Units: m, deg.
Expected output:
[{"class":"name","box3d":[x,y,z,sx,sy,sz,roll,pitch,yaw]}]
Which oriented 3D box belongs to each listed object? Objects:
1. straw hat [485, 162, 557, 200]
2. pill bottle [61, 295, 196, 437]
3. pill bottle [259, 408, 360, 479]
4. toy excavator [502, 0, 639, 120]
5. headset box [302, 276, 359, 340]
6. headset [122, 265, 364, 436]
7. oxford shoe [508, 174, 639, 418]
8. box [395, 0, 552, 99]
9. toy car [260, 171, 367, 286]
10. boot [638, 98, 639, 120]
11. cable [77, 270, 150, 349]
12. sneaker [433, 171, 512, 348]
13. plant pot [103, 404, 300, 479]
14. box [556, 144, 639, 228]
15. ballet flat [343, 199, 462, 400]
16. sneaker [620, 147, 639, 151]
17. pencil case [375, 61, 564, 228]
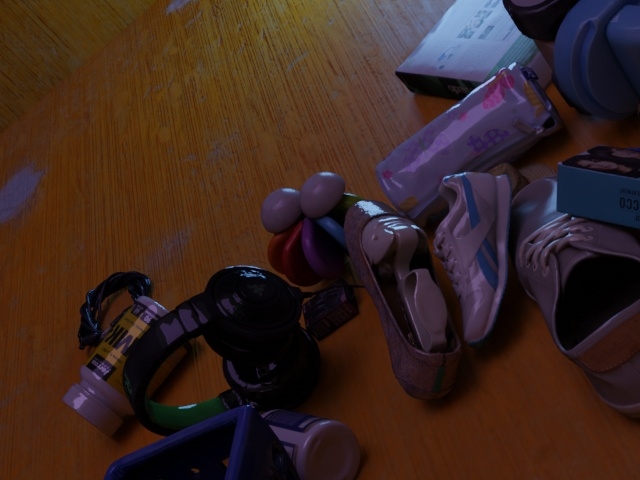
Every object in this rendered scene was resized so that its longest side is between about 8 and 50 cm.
[{"class":"straw hat","box3d":[0.250,-0.070,1.716,0.144,0.061,0.144,-31,31,21]},{"class":"pill bottle","box3d":[-0.304,0.201,2.002,0.208,0.119,0.119,-52,30,-14]},{"class":"pill bottle","box3d":[-0.036,0.264,1.601,0.169,0.094,0.094,2,53,53]},{"class":"toy excavator","box3d":[0.521,-0.294,1.567,0.433,0.222,0.445,-44,42,-2]},{"class":"headset box","box3d":[0.017,0.096,1.821,0.083,0.032,0.062,-37,29,16]},{"class":"headset","box3d":[-0.064,0.148,1.686,0.394,0.243,0.185,-29,53,-9]},{"class":"oxford shoe","box3d":[0.301,0.026,1.456,0.169,0.130,0.449,-41,26,15]},{"class":"box","box3d":[0.286,-0.321,2.010,0.232,0.058,0.322,-50,28,-11]},{"class":"toy car","box3d":[0.000,0.000,1.838,0.182,0.159,0.136,-20,38,36]},{"class":"boot","box3d":[0.457,-0.113,1.459,0.198,0.077,0.137,1,54,30]},{"class":"cable","box3d":[-0.370,0.113,2.275,0.151,0.047,0.184,-27,32,28]},{"class":"sneaker","box3d":[0.186,0.024,1.579,0.092,0.087,0.228,5,68,1]},{"class":"plant pot","box3d":[-0.122,0.366,1.454,0.236,0.212,0.236,-27,34,29]},{"class":"box","box3d":[0.392,-0.050,1.402,0.244,0.060,0.101,15,26,39]},{"class":"ballet flat","box3d":[0.112,0.048,1.598,0.108,0.106,0.316,-10,55,-17]},{"class":"sneaker","box3d":[0.401,-0.092,1.565,0.085,0.058,0.152,-10,2,-3]},{"class":"pencil case","box3d":[0.211,-0.131,1.795,0.273,0.113,0.124,-35,54,15]}]
